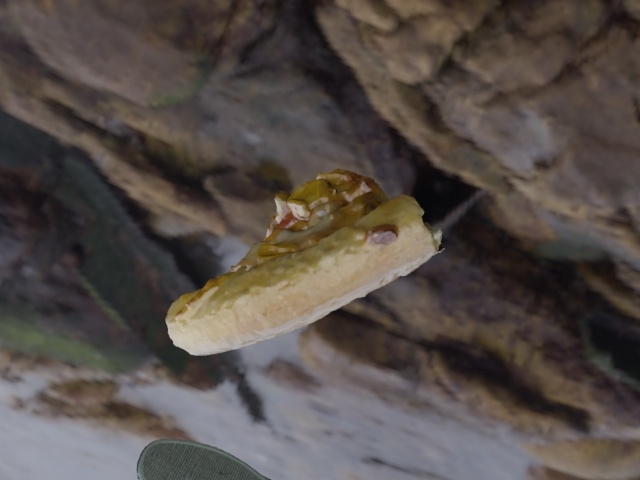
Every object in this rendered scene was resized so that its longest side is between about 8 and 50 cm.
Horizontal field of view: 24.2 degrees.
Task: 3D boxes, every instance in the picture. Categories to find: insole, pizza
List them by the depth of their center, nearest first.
[{"bbox_3d":[0.000,0.000,0.961,0.182,0.161,0.062,-21,109,31],"label":"pizza"},{"bbox_3d":[-0.049,0.230,1.257,0.232,0.080,0.003,22,144,5],"label":"insole"}]
